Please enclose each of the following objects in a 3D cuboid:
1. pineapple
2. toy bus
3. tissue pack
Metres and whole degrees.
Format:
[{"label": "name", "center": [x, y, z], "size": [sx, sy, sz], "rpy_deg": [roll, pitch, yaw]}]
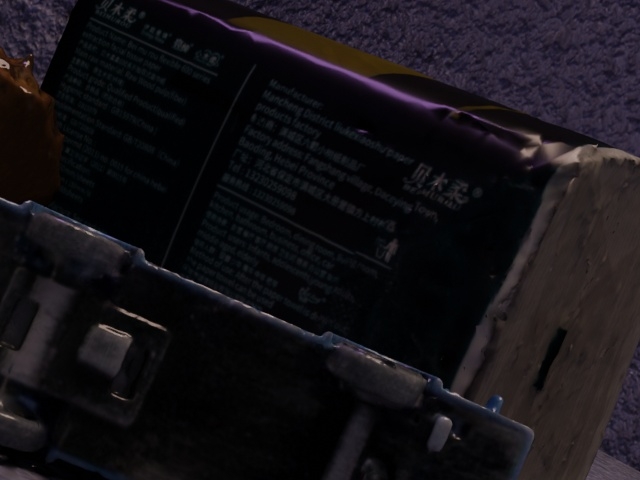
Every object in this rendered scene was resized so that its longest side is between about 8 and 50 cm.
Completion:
[{"label": "pineapple", "center": [-0.328, -0.104, 1.206], "size": [0.364, 0.165, 0.165], "rpy_deg": [26, 1, 38]}, {"label": "toy bus", "center": [-0.066, 0.062, 0.766], "size": [0.297, 0.106, 0.131], "rpy_deg": [24, -3, -5]}, {"label": "tissue pack", "center": [0.000, 0.000, 1.205], "size": [0.416, 0.264, 0.253], "rpy_deg": [24, 5, 31]}]
